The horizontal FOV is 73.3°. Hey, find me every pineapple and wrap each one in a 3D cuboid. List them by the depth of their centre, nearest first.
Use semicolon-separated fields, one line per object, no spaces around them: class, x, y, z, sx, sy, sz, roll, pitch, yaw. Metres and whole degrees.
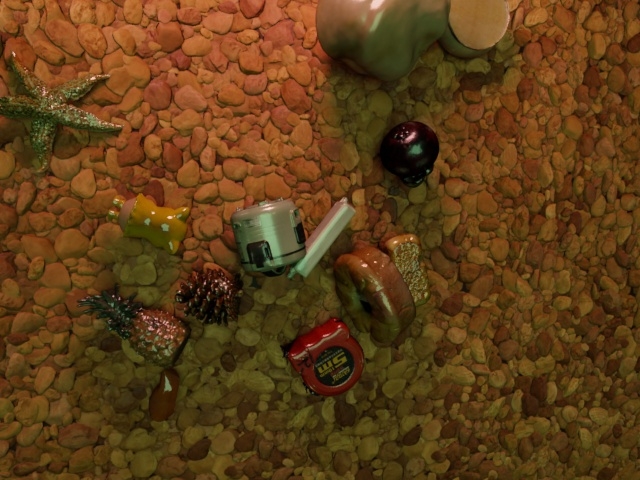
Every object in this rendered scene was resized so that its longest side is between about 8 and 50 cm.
pineapple;-0.578;0.257;1.336;0.341;0.169;0.169;30;89;-6

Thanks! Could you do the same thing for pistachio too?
pistachio;0.194;-0.687;1.331;0.446;0.281;0.365;-25;116;-10

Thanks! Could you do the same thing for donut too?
donut;0.174;0.179;1.428;0.150;0.299;0.317;-26;126;-23

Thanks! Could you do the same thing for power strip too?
power strip;0.000;0.000;1.458;0.058;0.098;0.338;39;87;-17

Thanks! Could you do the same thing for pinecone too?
pinecone;-0.349;0.174;1.359;0.213;0.185;0.168;16;107;2

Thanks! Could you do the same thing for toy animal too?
toy animal;-0.523;-0.061;1.310;0.230;0.156;0.155;18;92;-11

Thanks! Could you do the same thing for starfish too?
starfish;-0.782;-0.404;1.247;0.358;0.078;0.347;-44;101;-5

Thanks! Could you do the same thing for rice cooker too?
rice cooker;-0.159;-0.007;1.356;0.226;0.226;0.243;-12;98;-12

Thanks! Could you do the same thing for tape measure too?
tape measure;0.022;0.415;1.504;0.253;0.114;0.260;-30;105;-9

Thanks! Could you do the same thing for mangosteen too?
mangosteen;0.303;-0.299;1.452;0.210;0.210;0.209;-1;97;-13

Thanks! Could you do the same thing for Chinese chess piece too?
Chinese chess piece;0.519;-0.769;1.488;0.258;0.104;0.256;-1;97;-12

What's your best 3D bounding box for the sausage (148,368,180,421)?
sausage;-0.506;0.502;1.405;0.089;0.089;0.179;15;98;-14

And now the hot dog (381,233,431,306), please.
hot dog;0.292;0.102;1.510;0.151;0.153;0.256;-14;97;-7
